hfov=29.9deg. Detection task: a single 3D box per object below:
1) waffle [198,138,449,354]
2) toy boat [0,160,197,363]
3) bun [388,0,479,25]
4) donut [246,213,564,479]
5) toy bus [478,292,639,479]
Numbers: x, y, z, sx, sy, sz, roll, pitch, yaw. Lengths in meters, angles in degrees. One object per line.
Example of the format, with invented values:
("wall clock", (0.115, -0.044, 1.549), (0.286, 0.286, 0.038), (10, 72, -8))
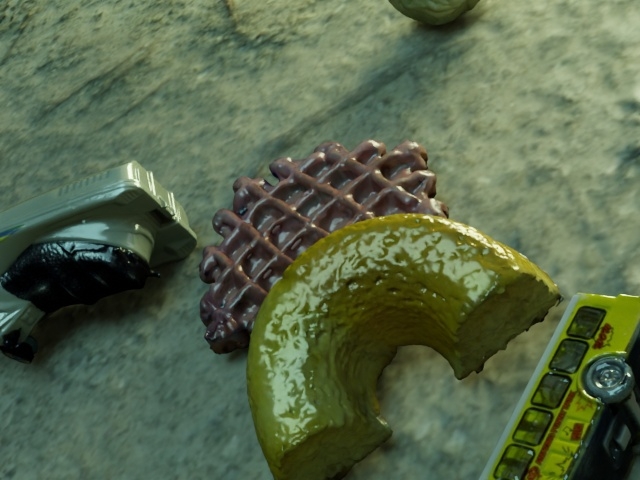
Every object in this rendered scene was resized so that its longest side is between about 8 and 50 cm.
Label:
("waffle", (0.000, 0.000, 1.030), (0.234, 0.055, 0.221), (-9, 49, 23))
("toy boat", (-0.251, 0.032, 1.114), (0.269, 0.141, 0.141), (-31, 41, 7))
("bun", (0.111, -0.259, 1.161), (0.115, 0.115, 0.069), (-18, 35, 18))
("donut", (0.031, 0.061, 0.894), (0.259, 0.101, 0.152), (-40, 60, 1))
("toy bus", (0.160, 0.139, 0.777), (0.074, 0.081, 0.226), (10, 58, 40))
